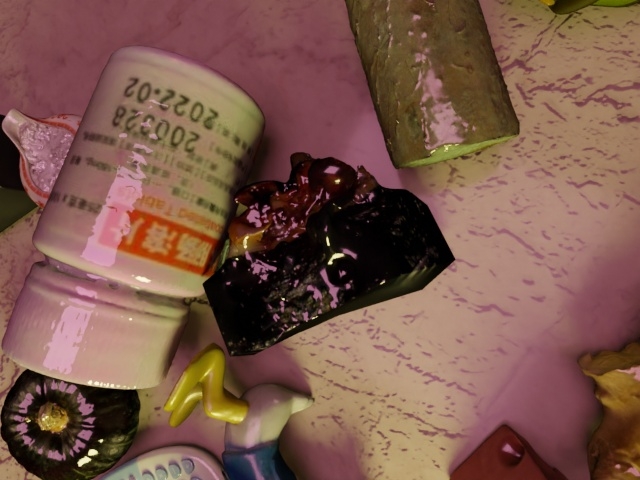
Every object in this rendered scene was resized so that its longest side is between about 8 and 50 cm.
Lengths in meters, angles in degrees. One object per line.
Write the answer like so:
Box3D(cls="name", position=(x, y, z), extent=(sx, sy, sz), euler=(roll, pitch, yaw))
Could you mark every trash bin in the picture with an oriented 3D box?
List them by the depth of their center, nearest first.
Box3D(cls="trash bin", position=(-0.606, -0.090, 0.766), extent=(0.226, 0.115, 0.165), euler=(-33, 81, 14))

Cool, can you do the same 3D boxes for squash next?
Box3D(cls="squash", position=(-0.370, 0.260, 0.661), extent=(0.194, 0.156, 0.193), euler=(-1, 99, -7))

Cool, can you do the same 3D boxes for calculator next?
Box3D(cls="calculator", position=(-0.267, 0.432, 0.680), extent=(0.303, 0.042, 0.188), euler=(-32, 81, 10))

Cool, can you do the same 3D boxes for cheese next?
Box3D(cls="cheese", position=(0.256, 0.337, 0.479), extent=(0.203, 0.177, 0.128), euler=(44, 98, 12))

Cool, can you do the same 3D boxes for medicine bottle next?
Box3D(cls="medicine bottle", position=(-0.232, -0.027, 0.580), extent=(0.220, 0.219, 0.387), euler=(16, 81, 15))

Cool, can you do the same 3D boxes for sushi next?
Box3D(cls="sushi", position=(-0.001, 0.000, 0.568), extent=(0.227, 0.216, 0.212), euler=(-31, 74, 32))

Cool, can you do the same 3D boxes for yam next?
Box3D(cls="yam", position=(0.134, -0.221, 0.553), extent=(0.161, 0.161, 0.267), euler=(-17, 82, 13))

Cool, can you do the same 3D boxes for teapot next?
Box3D(cls="teapot", position=(-0.394, -0.113, 0.710), extent=(0.246, 0.116, 0.159), euler=(36, 83, 16))

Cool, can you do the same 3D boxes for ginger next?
Box3D(cls="ginger", position=(0.395, 0.191, 0.484), extent=(0.219, 0.123, 0.270), euler=(39, 106, 17))

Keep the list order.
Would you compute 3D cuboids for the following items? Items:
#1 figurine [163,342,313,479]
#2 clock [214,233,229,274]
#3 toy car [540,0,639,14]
Box3D(cls="figurine", position=(-0.067, 0.334, 0.563), extent=(0.339, 0.204, 0.283), euler=(27, 67, 1))
Box3D(cls="clock", position=(-0.131, 0.026, 0.679), extent=(0.085, 0.017, 0.085), euler=(-1, 87, 14))
Box3D(cls="toy car", position=(0.359, -0.378, 0.508), extent=(0.198, 0.204, 0.247), euler=(28, 96, -9))
